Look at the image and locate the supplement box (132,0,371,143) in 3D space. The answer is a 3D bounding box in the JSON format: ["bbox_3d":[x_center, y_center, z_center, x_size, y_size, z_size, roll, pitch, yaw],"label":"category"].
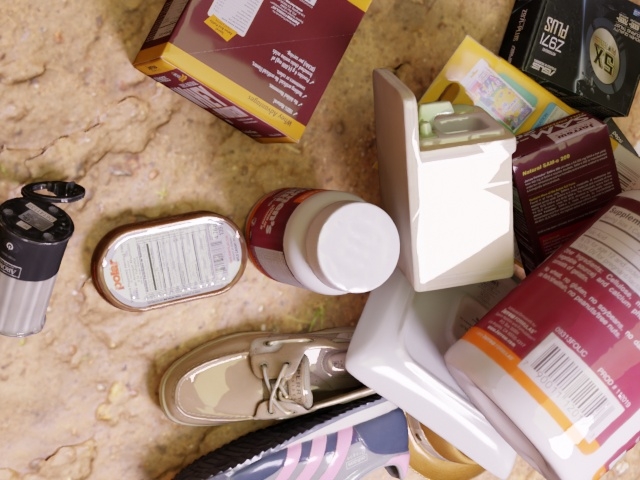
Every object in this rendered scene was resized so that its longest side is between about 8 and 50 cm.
[{"bbox_3d":[-0.081,-0.242,1.439,0.191,0.129,0.194,30,82,-22],"label":"supplement box"}]

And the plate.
[{"bbox_3d":[0.183,0.116,1.558,0.277,0.045,0.278,36,54,-19],"label":"plate"}]

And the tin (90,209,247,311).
[{"bbox_3d":[-0.178,0.024,1.469,0.190,0.040,0.106,-13,94,-21],"label":"tin"}]

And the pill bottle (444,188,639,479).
[{"bbox_3d":[0.354,0.083,1.415,0.392,0.224,0.224,-41,108,-6],"label":"pill bottle"}]

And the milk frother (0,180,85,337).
[{"bbox_3d":[-0.322,0.011,1.380,0.143,0.129,0.134,-17,140,-48],"label":"milk frother"}]

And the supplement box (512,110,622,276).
[{"bbox_3d":[0.309,-0.026,1.535,0.130,0.073,0.239,-21,115,-6],"label":"supplement box"}]

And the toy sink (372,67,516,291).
[{"bbox_3d":[0.146,-0.082,1.435,0.131,0.153,0.234,-9,111,-9],"label":"toy sink"}]

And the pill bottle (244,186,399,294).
[{"bbox_3d":[0.000,0.000,1.439,0.121,0.221,0.121,-2,94,-23],"label":"pill bottle"}]

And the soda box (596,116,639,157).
[{"bbox_3d":[0.413,-0.089,1.695,0.060,0.053,0.169,-45,108,-14],"label":"soda box"}]

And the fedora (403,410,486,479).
[{"bbox_3d":[0.184,0.231,1.609,0.194,0.079,0.194,-1,94,-22],"label":"fedora"}]

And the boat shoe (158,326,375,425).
[{"bbox_3d":[-0.044,0.166,1.498,0.302,0.098,0.109,-7,96,-22],"label":"boat shoe"}]

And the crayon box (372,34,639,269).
[{"bbox_3d":[0.238,-0.102,1.575,0.323,0.083,0.203,32,101,-22],"label":"crayon box"}]

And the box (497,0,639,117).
[{"bbox_3d":[0.340,-0.262,1.640,0.180,0.077,0.147,20,86,-23],"label":"box"}]

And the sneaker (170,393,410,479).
[{"bbox_3d":[-0.027,0.289,1.508,0.319,0.112,0.131,-19,98,-19],"label":"sneaker"}]
